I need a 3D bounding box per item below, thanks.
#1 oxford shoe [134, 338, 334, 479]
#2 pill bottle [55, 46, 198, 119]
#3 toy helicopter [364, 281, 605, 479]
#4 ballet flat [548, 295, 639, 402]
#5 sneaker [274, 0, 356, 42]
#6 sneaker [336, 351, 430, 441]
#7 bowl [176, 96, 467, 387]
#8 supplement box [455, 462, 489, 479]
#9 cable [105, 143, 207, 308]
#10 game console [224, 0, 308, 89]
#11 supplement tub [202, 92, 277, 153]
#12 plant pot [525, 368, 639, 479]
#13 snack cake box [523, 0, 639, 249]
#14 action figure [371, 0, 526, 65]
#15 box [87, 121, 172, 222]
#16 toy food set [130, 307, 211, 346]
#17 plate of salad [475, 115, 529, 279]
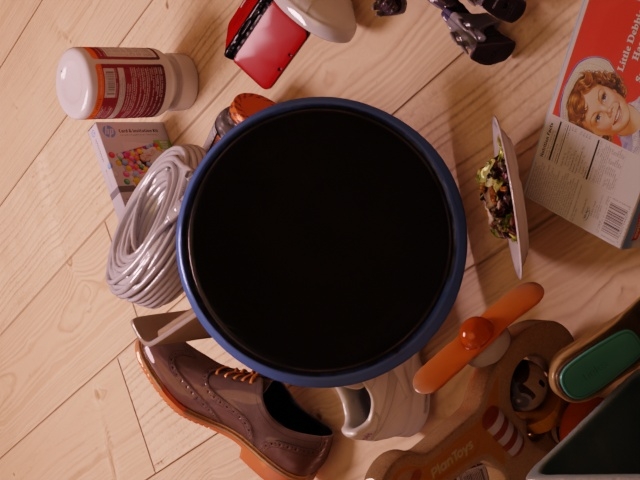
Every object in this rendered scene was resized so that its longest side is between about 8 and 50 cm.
[{"bbox_3d":[-0.133,0.239,1.744,0.364,0.130,0.132,35,118,8],"label":"oxford shoe"},{"bbox_3d":[-0.326,-0.269,1.863,0.121,0.221,0.121,9,103,48],"label":"pill bottle"},{"bbox_3d":[0.180,0.197,1.244,0.140,0.355,0.235,7,118,49],"label":"toy helicopter"},{"bbox_3d":[0.350,0.097,1.200,0.080,0.232,0.073,61,-177,-6],"label":"ballet flat"},{"bbox_3d":[-0.020,-0.416,1.574,0.123,0.106,0.290,-54,55,42],"label":"sneaker"},{"bbox_3d":[0.074,0.131,1.514,0.114,0.152,0.305,-6,89,52],"label":"sneaker"},{"bbox_3d":[0.000,0.000,1.441,0.077,0.391,0.391,41,-141,-86],"label":"bowl"},{"bbox_3d":[0.189,0.417,1.483,0.130,0.073,0.239,-26,75,49],"label":"supplement box"},{"bbox_3d":[-0.232,-0.024,1.646,0.257,0.089,0.257,-55,26,19],"label":"cable"},{"bbox_3d":[-0.085,-0.337,1.733,0.144,0.085,0.124,-47,30,41],"label":"game console"},{"bbox_3d":[-0.130,-0.133,1.737,0.117,0.117,0.190,54,132,29],"label":"supplement tub"},{"bbox_3d":[0.406,0.284,1.091,0.248,0.247,0.252,-15,101,49],"label":"plant pot"},{"bbox_3d":[0.341,-0.141,1.211,0.152,0.089,0.264,37,122,42],"label":"snack cake box"},{"bbox_3d":[0.147,-0.348,1.401,0.285,0.099,0.185,51,136,35],"label":"action figure"},{"bbox_3d":[-0.316,-0.122,1.932,0.038,0.145,0.186,-39,66,42],"label":"box"},{"bbox_3d":[-0.128,0.075,1.687,0.306,0.220,0.092,-34,67,47],"label":"toy food set"},{"bbox_3d":[0.215,-0.050,1.316,0.048,0.200,0.199,-8,89,6],"label":"plate of salad"}]
